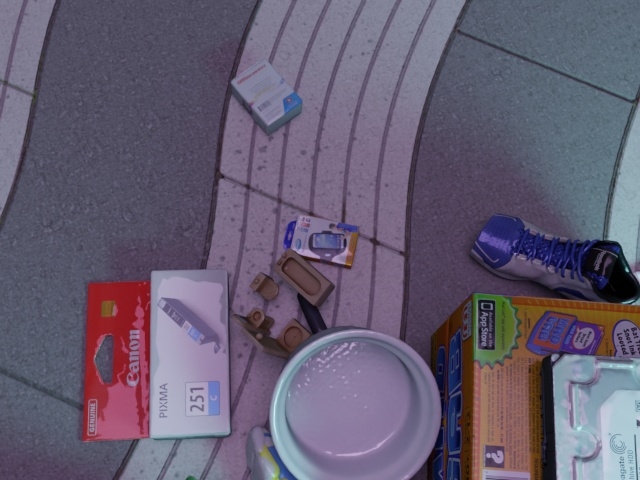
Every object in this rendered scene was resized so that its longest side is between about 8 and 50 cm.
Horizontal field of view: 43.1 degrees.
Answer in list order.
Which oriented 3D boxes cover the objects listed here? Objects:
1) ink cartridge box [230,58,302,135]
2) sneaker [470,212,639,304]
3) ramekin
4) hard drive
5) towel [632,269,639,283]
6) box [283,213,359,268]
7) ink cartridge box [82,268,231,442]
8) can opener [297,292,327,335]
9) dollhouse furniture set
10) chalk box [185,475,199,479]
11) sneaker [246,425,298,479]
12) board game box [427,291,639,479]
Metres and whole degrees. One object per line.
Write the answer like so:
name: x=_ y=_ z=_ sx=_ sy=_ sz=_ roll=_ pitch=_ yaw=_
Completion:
ink cartridge box: x=-0.107 y=-0.284 z=1.602 sx=0.088 sy=0.052 sz=0.122 roll=-37 pitch=79 yaw=-13
sneaker: x=0.445 y=0.033 z=1.458 sx=0.316 sy=0.182 sz=0.127 roll=29 pitch=72 yaw=6
ramekin: x=0.051 y=0.273 z=1.351 sx=0.277 sy=0.135 sz=0.277 roll=0 pitch=94 yaw=-6
hard drive: x=0.467 y=0.276 z=1.074 sx=0.339 sy=0.064 sz=0.236 roll=4 pitch=72 yaw=-1
towel: x=0.700 y=0.088 z=1.531 sx=0.197 sy=0.029 sz=0.144 roll=-23 pitch=74 yaw=-9
box: x=0.000 y=0.000 z=1.531 sx=0.136 sy=0.028 sz=0.081 roll=12 pitch=73 yaw=0
ink cartridge box: x=-0.291 y=0.202 z=1.436 sx=0.261 sy=0.066 sz=0.296 roll=-2 pitch=72 yaw=-4
can opener: x=0.001 y=0.173 z=1.460 sx=0.073 sy=0.059 sz=0.186 roll=-19 pitch=75 yaw=-8
dollhouse furniture set: x=-0.073 y=0.101 z=1.417 sx=0.144 sy=0.123 sz=0.151 roll=40 pitch=95 yaw=30
chalk box: x=-0.254 y=0.516 z=1.271 sx=0.180 sy=0.179 sz=0.289 roll=33 pitch=75 yaw=15
sneaker: x=-0.040 y=0.422 z=1.380 sx=0.126 sy=0.091 sz=0.240 roll=-12 pitch=72 yaw=-25
board game box: x=0.374 y=0.305 z=1.278 sx=0.357 sy=0.356 sz=0.356 roll=5 pitch=72 yaw=-1
